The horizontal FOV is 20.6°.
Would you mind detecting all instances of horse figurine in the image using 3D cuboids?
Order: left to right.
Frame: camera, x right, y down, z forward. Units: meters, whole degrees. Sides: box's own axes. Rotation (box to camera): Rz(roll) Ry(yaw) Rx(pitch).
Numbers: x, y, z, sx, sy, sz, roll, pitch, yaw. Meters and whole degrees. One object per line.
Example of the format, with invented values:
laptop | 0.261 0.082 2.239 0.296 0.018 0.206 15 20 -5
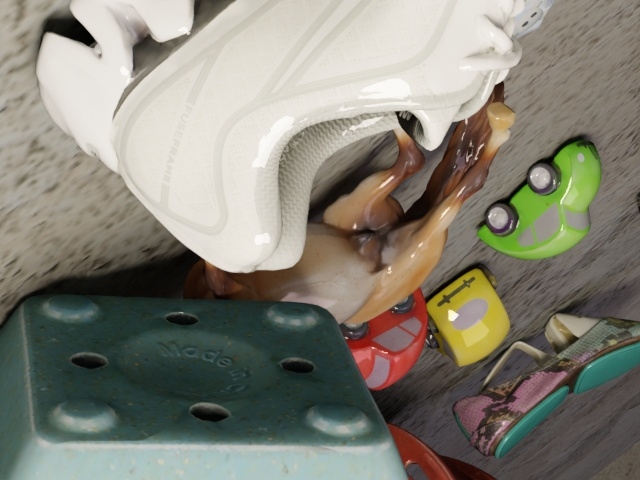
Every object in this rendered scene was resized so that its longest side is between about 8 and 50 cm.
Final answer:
horse figurine | 0.000 0.000 0.897 0.263 0.066 0.174 -24 153 -33

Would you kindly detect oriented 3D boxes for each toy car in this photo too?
toy car | 0.116 0.023 1.209 0.225 0.053 0.239 -46 162 24

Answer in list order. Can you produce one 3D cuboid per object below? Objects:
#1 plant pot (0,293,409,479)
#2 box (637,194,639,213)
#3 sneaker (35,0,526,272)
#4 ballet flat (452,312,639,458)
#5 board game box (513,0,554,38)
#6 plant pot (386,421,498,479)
plant pot | -0.066 0.163 0.795 0.247 0.247 0.252 2 111 -13
box | 0.459 -0.010 1.412 0.293 0.295 0.073 -39 165 5
sneaker | 0.041 -0.107 0.617 0.292 0.118 0.110 -42 161 9
ballet flat | 0.212 0.115 1.603 0.221 0.079 0.077 -30 155 -23
board game box | 0.080 -0.116 0.833 0.090 0.020 0.090 -30 162 -28
plant pot | 0.040 0.265 1.370 0.272 0.272 0.265 -37 156 -2
